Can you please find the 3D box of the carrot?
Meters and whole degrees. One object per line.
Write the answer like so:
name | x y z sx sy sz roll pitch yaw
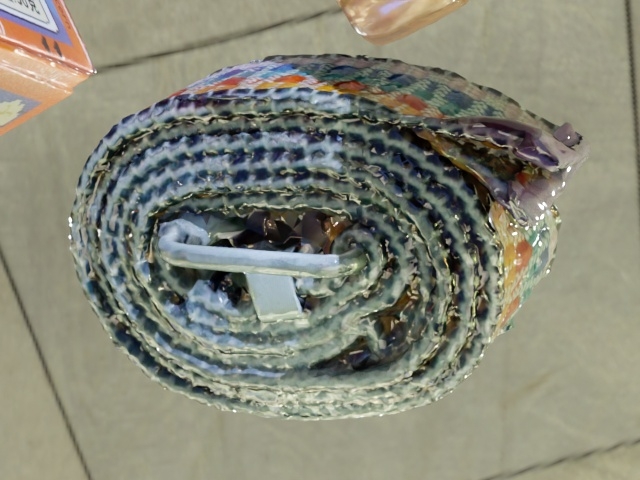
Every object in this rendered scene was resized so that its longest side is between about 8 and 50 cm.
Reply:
carrot | 0.056 -0.319 1.321 0.100 0.307 0.258 -14 131 13

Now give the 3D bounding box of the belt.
belt | 0.000 0.000 0.882 0.295 0.160 0.207 8 111 18

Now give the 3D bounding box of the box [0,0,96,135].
box | -0.363 -0.193 0.865 0.257 0.319 0.348 -30 169 10
